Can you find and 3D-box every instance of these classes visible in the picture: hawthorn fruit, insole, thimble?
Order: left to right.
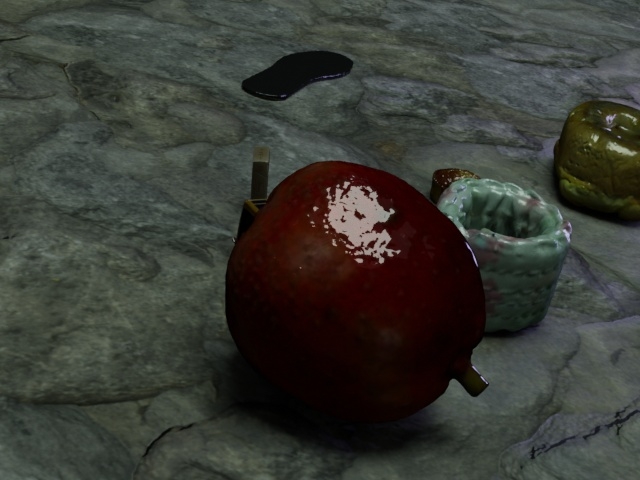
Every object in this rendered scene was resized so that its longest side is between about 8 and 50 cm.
[{"bbox_3d":[-0.038,-0.305,2.304,0.119,0.009,0.348,21,27,18],"label":"insole"},{"bbox_3d":[0.046,0.068,1.338,0.307,0.265,0.265,41,33,11],"label":"hawthorn fruit"},{"bbox_3d":[0.210,0.020,1.619,0.211,0.149,0.185,-10,37,-38],"label":"thimble"}]

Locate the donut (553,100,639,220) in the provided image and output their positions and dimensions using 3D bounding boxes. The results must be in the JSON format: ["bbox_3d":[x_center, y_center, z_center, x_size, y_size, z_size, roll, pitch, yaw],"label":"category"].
[{"bbox_3d":[0.492,-0.134,2.086,0.208,0.128,0.261,13,28,-2],"label":"donut"}]

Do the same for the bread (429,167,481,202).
[{"bbox_3d":[0.209,-0.083,1.927,0.085,0.053,0.085,11,26,-5],"label":"bread"}]

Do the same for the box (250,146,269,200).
[{"bbox_3d":[-0.084,-0.082,1.749,0.024,0.083,0.053,5,28,-3],"label":"box"}]

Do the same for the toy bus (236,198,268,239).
[{"bbox_3d":[0.000,0.000,1.614,0.201,0.098,0.114,-5,32,-31],"label":"toy bus"}]
